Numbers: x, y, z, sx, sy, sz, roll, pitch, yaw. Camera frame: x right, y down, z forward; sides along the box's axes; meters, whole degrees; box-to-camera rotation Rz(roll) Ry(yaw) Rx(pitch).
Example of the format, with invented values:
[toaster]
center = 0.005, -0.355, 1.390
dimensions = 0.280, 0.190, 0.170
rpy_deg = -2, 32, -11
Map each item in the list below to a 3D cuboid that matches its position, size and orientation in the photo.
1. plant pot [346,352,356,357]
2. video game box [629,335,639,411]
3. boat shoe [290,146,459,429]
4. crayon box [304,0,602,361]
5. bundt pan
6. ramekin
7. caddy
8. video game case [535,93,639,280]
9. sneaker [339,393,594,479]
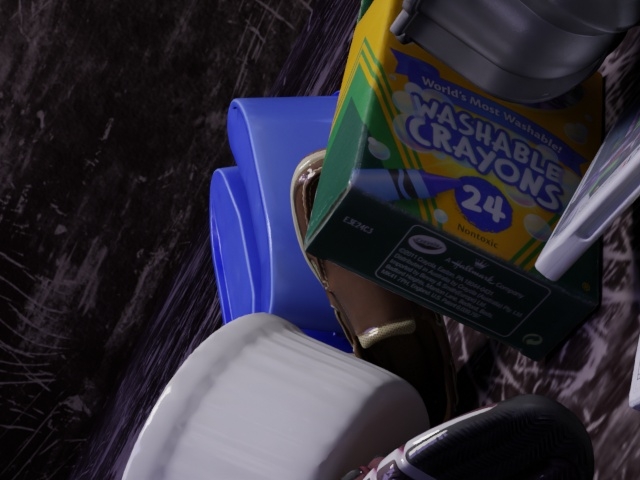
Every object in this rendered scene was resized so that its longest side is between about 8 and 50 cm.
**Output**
[plant pot]
center = 0.032, 0.163, 1.247
dimensions = 0.109, 0.096, 0.109
rpy_deg = -55, 17, 42
[video game box]
center = 0.251, -0.015, 0.759
dimensions = 0.205, 0.048, 0.187
rpy_deg = -48, 22, 56
[boat shoe]
center = 0.054, 0.047, 1.122
dimensions = 0.095, 0.257, 0.095
rpy_deg = -25, 24, 7
[crayon box]
center = 0.116, -0.084, 1.104
dimensions = 0.083, 0.203, 0.323
rpy_deg = -53, 17, 42
[bundt pan]
center = 0.205, -0.219, 0.979
dimensions = 0.331, 0.124, 0.331
rpy_deg = -44, -4, -4
[ramekin]
center = -0.026, 0.204, 1.055
dimensions = 0.277, 0.135, 0.277
rpy_deg = -43, -38, -47
[caddy]
center = 0.000, 0.000, 1.447
dimensions = 0.241, 0.179, 0.341
rpy_deg = 111, 153, -49
[video game case]
center = 0.223, -0.078, 0.937
dimensions = 0.190, 0.022, 0.173
rpy_deg = -52, -1, -45
[sneaker]
center = 0.054, 0.158, 0.853
dimensions = 0.281, 0.106, 0.162
rpy_deg = -49, 11, 27
